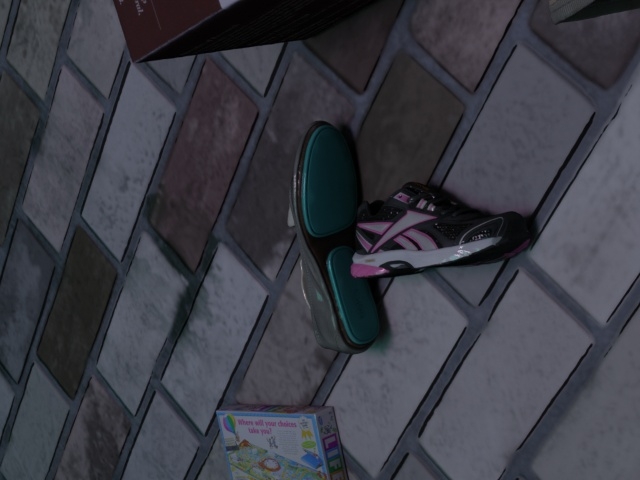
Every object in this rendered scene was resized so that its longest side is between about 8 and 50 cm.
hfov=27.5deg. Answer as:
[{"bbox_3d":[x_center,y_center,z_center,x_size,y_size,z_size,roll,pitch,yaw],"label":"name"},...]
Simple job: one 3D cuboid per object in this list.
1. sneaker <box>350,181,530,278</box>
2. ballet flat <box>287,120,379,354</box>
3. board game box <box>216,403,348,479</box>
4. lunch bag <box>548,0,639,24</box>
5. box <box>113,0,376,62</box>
[{"bbox_3d":[0.088,-0.013,1.088,0.178,0.072,0.077,-9,85,42],"label":"sneaker"},{"bbox_3d":[0.000,0.000,1.181,0.068,0.072,0.213,-3,101,51],"label":"ballet flat"},{"bbox_3d":[-0.038,0.219,1.321,0.154,0.026,0.103,-6,98,47],"label":"board game box"},{"bbox_3d":[0.236,-0.297,0.768,0.287,0.169,0.235,-28,81,52],"label":"lunch bag"},{"bbox_3d":[-0.053,-0.256,1.056,0.167,0.203,0.168,-19,88,48],"label":"box"}]
